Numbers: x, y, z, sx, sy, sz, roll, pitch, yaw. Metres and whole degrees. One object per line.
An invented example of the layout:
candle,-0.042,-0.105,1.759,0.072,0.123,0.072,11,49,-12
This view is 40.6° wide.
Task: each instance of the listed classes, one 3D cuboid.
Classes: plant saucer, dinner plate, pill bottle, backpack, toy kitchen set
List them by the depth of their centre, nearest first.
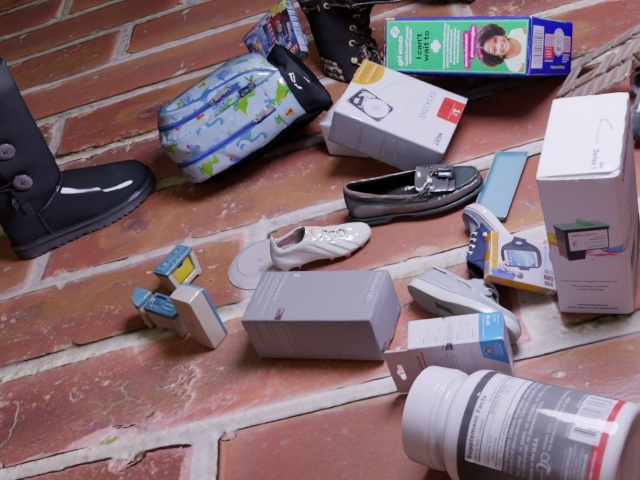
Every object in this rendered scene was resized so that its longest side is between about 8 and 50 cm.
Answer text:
pill bottle,0.260,0.259,1.121,0.283,0.161,0.161,9,48,34
toy kitchen set,-0.244,0.080,1.610,0.207,0.122,0.166,12,49,36
plant saucer,0.340,-0.103,1.627,0.067,0.018,0.192,3,45,28
dinner plate,-0.116,0.040,1.682,0.141,0.017,0.141,-14,40,12
backpack,-0.184,-0.276,1.905,0.355,0.273,0.290,-46,21,11

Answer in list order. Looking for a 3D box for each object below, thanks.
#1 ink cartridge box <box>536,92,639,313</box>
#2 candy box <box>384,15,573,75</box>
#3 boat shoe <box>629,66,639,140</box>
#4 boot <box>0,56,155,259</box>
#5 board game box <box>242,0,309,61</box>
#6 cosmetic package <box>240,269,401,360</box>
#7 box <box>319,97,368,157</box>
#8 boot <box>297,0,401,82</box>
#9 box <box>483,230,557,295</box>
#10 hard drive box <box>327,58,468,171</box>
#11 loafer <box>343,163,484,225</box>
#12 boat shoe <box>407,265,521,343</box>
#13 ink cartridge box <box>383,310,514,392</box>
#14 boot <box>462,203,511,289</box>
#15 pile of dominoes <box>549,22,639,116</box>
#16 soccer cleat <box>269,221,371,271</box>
ink cartridge box,0.416,-0.055,1.321,0.117,0.278,0.201,-1,43,25
candy box,0.332,-0.403,1.807,0.317,0.122,0.268,6,12,32
boat shoe,0.648,-0.313,1.640,0.119,0.121,0.335,2,44,28
boot,-0.603,-0.209,1.864,0.367,0.445,0.146,-32,39,-12
board game box,-0.093,-0.454,2.098,0.060,0.194,0.194,-10,-13,-39
cosmetic package,0.004,0.124,1.454,0.237,0.107,0.127,-6,38,25
box,0.072,-0.243,1.866,0.101,0.087,0.102,9,46,33
boot,0.091,-0.512,2.014,0.377,0.284,0.138,16,50,40
box,0.332,0.039,1.393,0.136,0.028,0.081,12,63,-8
hard drive box,0.157,-0.245,1.748,0.232,0.089,0.181,22,52,6
loafer,0.172,-0.098,1.640,0.267,0.084,0.096,-15,37,14
boat shoe,0.241,0.092,1.393,0.081,0.079,0.227,-44,40,-19
ink cartridge box,0.194,0.170,1.304,0.180,0.104,0.060,-8,40,17
boot,0.275,0.008,1.483,0.086,0.069,0.190,-25,39,-11
pile of dominoes,0.559,-0.325,1.690,0.196,0.040,0.251,-55,11,-24
soccer cleat,0.000,0.000,1.616,0.196,0.076,0.068,-18,38,-4
